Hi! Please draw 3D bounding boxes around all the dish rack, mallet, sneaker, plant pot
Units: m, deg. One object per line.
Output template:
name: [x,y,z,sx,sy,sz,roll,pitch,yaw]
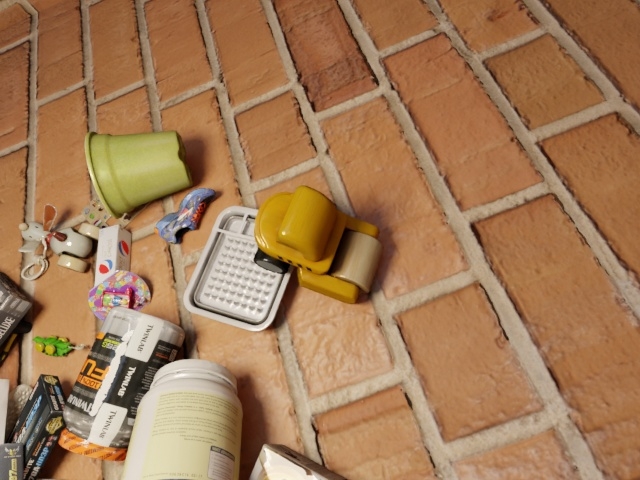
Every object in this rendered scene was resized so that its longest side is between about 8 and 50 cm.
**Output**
dish rack: [-0.202,0.077,1.270,0.286,0.072,0.332,13,70,20]
mallet: [-0.953,0.332,1.394,0.039,0.062,0.189,21,88,25]
sneaker: [-0.402,-0.073,1.406,0.221,0.083,0.087,-45,75,-1]
sneaker: [-0.887,0.512,1.260,0.095,0.090,0.235,6,66,29]
plant pot: [-0.547,-0.230,1.421,0.254,0.276,0.276,-15,61,-7]

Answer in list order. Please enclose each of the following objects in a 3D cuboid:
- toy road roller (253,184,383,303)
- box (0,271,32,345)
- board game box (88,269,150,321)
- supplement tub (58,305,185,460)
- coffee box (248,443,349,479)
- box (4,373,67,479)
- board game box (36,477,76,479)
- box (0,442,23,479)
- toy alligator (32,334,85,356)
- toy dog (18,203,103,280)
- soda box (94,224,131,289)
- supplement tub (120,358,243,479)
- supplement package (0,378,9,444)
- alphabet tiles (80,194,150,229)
toy road roller: [0.000,0.000,1.104,0.330,0.240,0.202,22,72,-3]
box: [-1.038,0.233,1.393,0.308,0.076,0.242,20,72,41]
board game box: [-0.583,0.169,1.310,0.169,0.133,0.033,-37,17,-3]
supplement tub: [-0.498,0.354,1.148,0.207,0.207,0.337,9,68,20]
coffee box: [-0.010,0.573,0.950,0.297,0.119,0.168,18,73,24]
box: [-0.737,0.490,1.180,0.175,0.051,0.220,28,91,47]
board game box: [-0.711,0.701,1.132,0.306,0.053,0.192,-4,64,14]
box: [-0.796,0.625,1.089,0.233,0.059,0.183,-39,55,19]
toy alligator: [-0.767,0.319,1.335,0.190,0.056,0.051,6,109,17]
toy dog: [-0.859,-0.008,1.446,0.334,0.161,0.220,-7,63,15]
soda box: [-0.637,0.064,1.401,0.069,0.074,0.216,-13,63,10]
supplement tub: [-0.291,0.451,0.985,0.236,0.235,0.324,-16,40,8]
supplement package: [-0.973,0.487,1.155,0.263,0.198,0.199,-31,56,20]
alphabet tiles: [-0.681,-0.129,1.544,0.198,0.009,0.237,39,80,28]
